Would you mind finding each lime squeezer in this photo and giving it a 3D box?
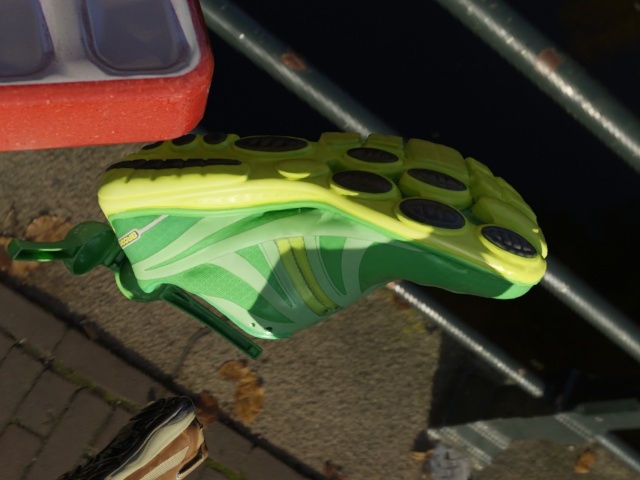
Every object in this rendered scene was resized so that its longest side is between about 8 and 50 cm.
[{"bbox_3d":[-0.176,0.031,0.929,0.310,0.110,0.059,32,84,-46],"label":"lime squeezer"}]

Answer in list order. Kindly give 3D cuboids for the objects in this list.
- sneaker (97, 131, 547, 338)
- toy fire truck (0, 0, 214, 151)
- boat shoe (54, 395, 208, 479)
[{"bbox_3d":[0.000,0.000,0.634,0.109,0.296,0.123,-52,143,-52],"label":"sneaker"},{"bbox_3d":[-0.212,-0.142,0.402,0.302,0.169,0.254,-7,63,-23],"label":"toy fire truck"},{"bbox_3d":[-0.276,0.350,1.350,0.324,0.122,0.120,-38,109,-32],"label":"boat shoe"}]
